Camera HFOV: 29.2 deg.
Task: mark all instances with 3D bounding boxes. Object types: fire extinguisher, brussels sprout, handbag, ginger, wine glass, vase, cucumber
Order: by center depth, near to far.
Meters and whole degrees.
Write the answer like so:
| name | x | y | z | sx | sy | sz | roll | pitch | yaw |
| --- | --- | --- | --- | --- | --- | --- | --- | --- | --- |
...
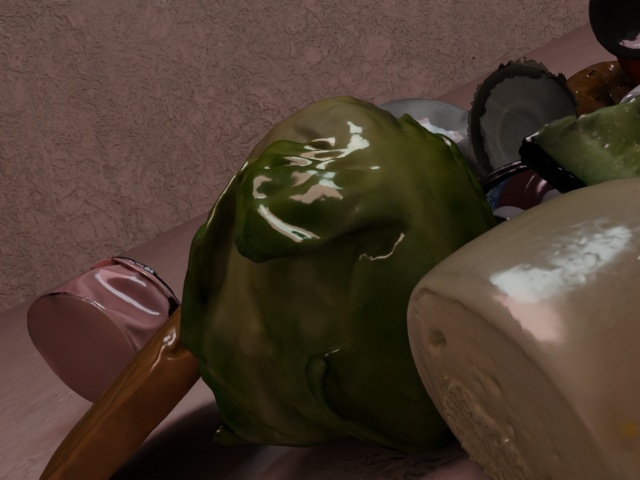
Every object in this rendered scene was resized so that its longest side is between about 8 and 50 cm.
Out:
| name | x | y | z | sx | sy | sz | roll | pitch | yaw |
| --- | --- | --- | --- | --- | --- | --- | --- | --- | --- |
| cucumber | 0.240 | -0.029 | 0.832 | 0.115 | 0.193 | 0.086 | -45 | -20 | -21 |
| brussels sprout | 0.015 | 0.034 | 0.923 | 0.227 | 0.294 | 0.259 | 10 | -34 | -32 |
| vase | 0.293 | -0.168 | 0.956 | 0.115 | 0.116 | 0.237 | -20 | -11 | 38 |
| fire extinguisher | 0.174 | -0.008 | 1.195 | 0.341 | 0.105 | 0.142 | -6 | 62 | 61 |
| wine glass | 0.143 | -0.092 | 1.472 | 0.190 | 0.191 | 0.357 | -32 | 13 | -31 |
| handbag | -0.249 | 0.110 | 1.488 | 0.205 | 0.179 | 0.116 | -19 | 19 | 49 |
| ginger | 0.347 | -0.165 | 1.553 | 0.133 | 0.107 | 0.309 | -38 | -3 | 36 |

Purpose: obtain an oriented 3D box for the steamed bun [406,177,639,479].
| name | x | y | z | sx | sy | sz | roll | pitch | yaw |
| --- | --- | --- | --- | --- | --- | --- | --- | --- | --- |
| steamed bun | 0.162 | 0.049 | 0.701 | 0.200 | 0.155 | 0.250 | -30 | 12 | -15 |

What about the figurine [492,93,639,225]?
| name | x | y | z | sx | sy | sz | roll | pitch | yaw |
| --- | --- | --- | --- | --- | --- | --- | --- | --- | --- |
| figurine | 0.253 | -0.029 | 0.965 | 0.236 | 0.133 | 0.176 | -33 | 21 | -20 |

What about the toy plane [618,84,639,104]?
| name | x | y | z | sx | sy | sz | roll | pitch | yaw |
| --- | --- | --- | --- | --- | --- | --- | --- | --- | --- |
| toy plane | 0.377 | -0.119 | 1.143 | 0.266 | 0.123 | 0.267 | -24 | 28 | 14 |

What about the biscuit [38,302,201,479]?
| name | x | y | z | sx | sy | sz | roll | pitch | yaw |
| --- | --- | --- | --- | --- | --- | --- | --- | --- | --- |
| biscuit | -0.152 | 0.125 | 1.140 | 0.312 | 0.057 | 0.351 | -45 | 4 | 43 |

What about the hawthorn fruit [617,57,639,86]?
| name | x | y | z | sx | sy | sz | roll | pitch | yaw |
| --- | --- | --- | --- | --- | --- | --- | --- | --- | --- |
| hawthorn fruit | 0.460 | -0.278 | 1.441 | 0.258 | 0.258 | 0.262 | -28 | 23 | -5 |
